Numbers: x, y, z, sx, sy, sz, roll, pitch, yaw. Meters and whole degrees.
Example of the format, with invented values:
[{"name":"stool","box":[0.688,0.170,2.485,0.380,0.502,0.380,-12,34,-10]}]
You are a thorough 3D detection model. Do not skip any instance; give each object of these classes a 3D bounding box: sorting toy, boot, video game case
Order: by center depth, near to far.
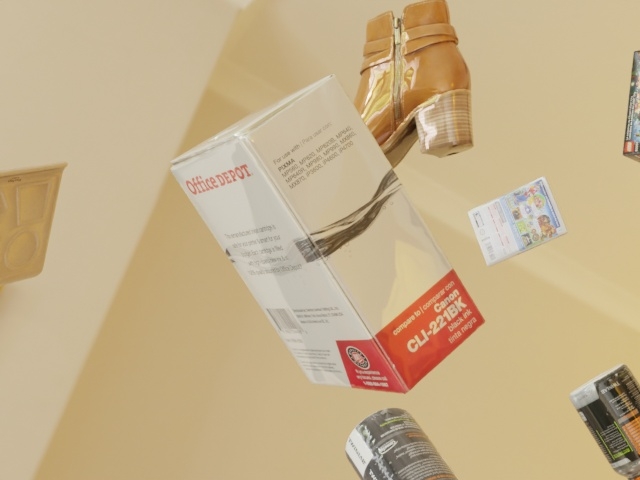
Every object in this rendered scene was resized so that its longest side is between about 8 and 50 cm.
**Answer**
[{"name":"video game case","box":[0.275,-0.026,1.462,0.122,0.087,0.011,-26,-20,23]},{"name":"boot","box":[0.075,-0.211,1.487,0.283,0.220,0.109,-14,-11,30]},{"name":"sorting toy","box":[-0.464,-0.019,1.515,0.038,0.193,0.208,31,-66,23]}]

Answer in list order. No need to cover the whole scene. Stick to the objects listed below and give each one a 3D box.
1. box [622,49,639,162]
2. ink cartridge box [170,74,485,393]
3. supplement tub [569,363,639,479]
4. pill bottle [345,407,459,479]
[{"name":"box","box":[0.544,-0.175,1.560,0.233,0.159,0.044,16,-11,-37]},{"name":"ink cartridge box","box":[0.000,0.000,0.990,0.273,0.114,0.197,57,-25,-12]},{"name":"supplement tub","box":[0.518,0.316,1.774,0.190,0.117,0.117,60,-26,12]},{"name":"pill bottle","box":[0.146,0.385,1.630,0.130,0.130,0.246,47,3,-42]}]
